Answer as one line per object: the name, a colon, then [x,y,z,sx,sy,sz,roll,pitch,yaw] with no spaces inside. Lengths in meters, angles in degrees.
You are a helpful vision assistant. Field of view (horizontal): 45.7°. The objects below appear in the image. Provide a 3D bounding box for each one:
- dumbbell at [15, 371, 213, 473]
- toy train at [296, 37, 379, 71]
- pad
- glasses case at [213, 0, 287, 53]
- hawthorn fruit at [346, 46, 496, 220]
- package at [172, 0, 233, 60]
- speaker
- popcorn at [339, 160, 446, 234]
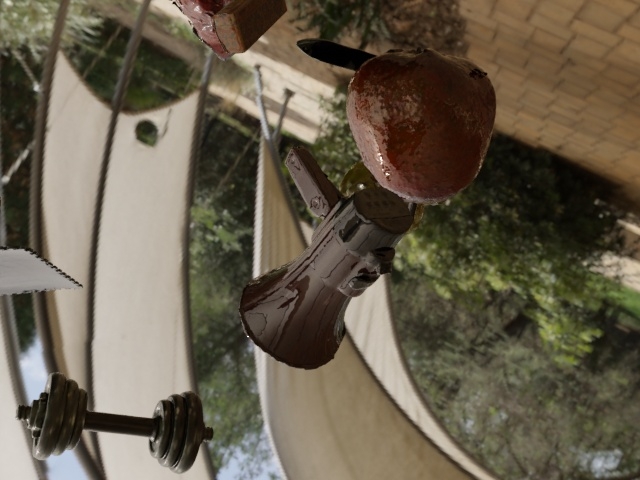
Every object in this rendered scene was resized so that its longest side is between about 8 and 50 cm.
dumbbell: [-0.420,0.383,1.582,0.406,0.179,0.179,13,-173,-23]
toy train: [0.060,-0.431,1.778,0.252,0.055,0.048,13,-161,-17]
pad: [-0.616,0.063,1.413,0.270,0.012,0.269,-5,160,2]
glasses case: [-0.128,-0.423,1.411,0.049,0.075,0.218,1,-145,22]
hawthorn fruit: [0.190,-0.198,1.484,0.285,0.368,0.284,1,-152,-1]
package: [-0.303,-0.629,2.092,0.194,0.071,0.269,-16,123,46]
speaker: [0.015,0.012,1.231,0.198,0.329,0.259,16,-139,-21]
popcorn: [0.175,-0.110,1.825,0.266,0.233,0.192,-4,139,24]
